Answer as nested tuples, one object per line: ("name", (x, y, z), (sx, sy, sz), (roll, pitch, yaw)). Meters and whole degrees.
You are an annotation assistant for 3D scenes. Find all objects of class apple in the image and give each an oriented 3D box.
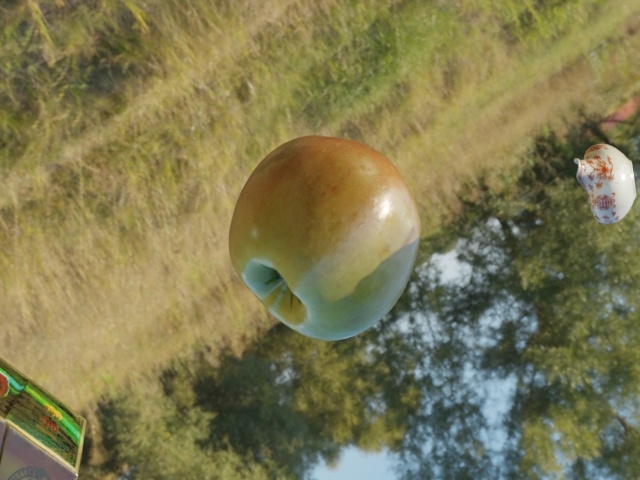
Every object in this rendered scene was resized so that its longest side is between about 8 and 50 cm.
("apple", (0.000, 0.000, 1.252), (0.305, 0.338, 0.338), (-57, -176, -22))

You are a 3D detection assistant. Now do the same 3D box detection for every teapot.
("teapot", (0.573, -0.107, 1.450), (0.116, 0.159, 0.245), (-18, 146, 14))

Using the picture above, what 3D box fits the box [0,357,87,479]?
("box", (-0.308, 0.124, 0.594), (0.071, 0.240, 0.159), (-51, -166, -11))
